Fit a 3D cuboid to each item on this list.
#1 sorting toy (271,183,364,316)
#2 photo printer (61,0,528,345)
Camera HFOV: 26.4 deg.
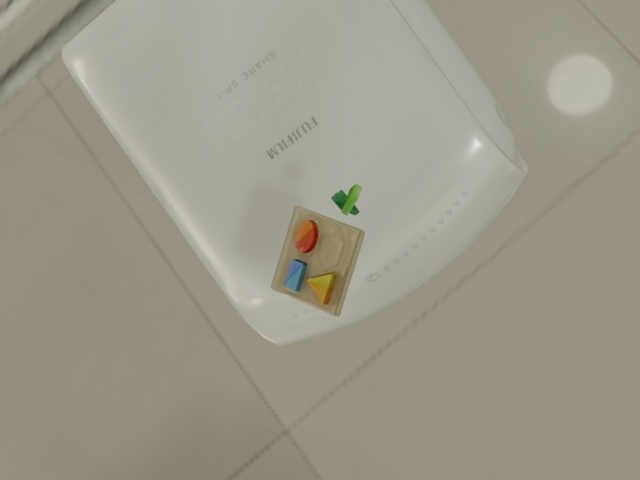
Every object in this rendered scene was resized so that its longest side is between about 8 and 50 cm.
[{"bbox_3d":[0.000,0.000,0.862,0.062,0.012,0.083,22,98,38],"label":"sorting toy"},{"bbox_3d":[-0.015,-0.091,1.024,0.256,0.107,0.307,-36,87,18],"label":"photo printer"}]
